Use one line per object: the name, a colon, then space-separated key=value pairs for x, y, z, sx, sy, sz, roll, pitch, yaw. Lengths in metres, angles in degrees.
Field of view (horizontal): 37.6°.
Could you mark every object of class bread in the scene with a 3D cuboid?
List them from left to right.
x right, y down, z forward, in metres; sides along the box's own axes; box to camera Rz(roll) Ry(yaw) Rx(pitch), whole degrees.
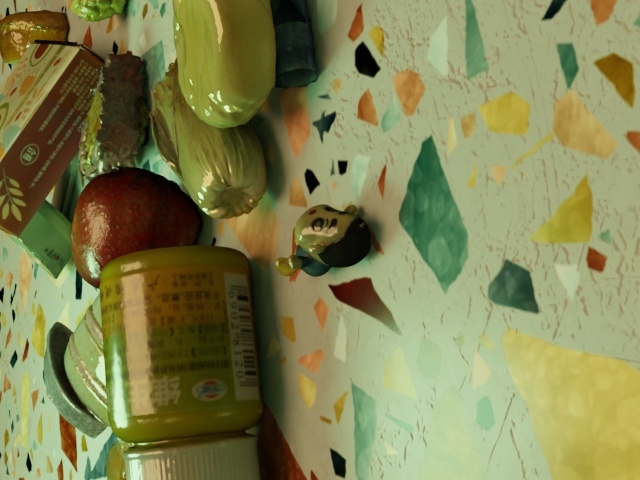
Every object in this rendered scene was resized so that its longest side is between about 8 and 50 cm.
bread: x=-0.701 y=-0.480 z=2.238 sx=0.260 sy=0.134 sz=0.129 roll=9 pitch=98 yaw=58

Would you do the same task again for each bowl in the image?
bowl: x=-0.627 y=-0.024 z=2.094 sx=0.112 sy=0.211 sz=0.211 roll=-48 pitch=29 yaw=-16

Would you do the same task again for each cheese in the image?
cheese: x=-0.125 y=-0.267 z=1.260 sx=0.214 sy=0.117 sz=0.226 roll=175 pitch=85 yaw=-71

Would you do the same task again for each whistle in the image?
whistle: x=-0.054 y=-0.357 z=1.281 sx=0.062 sy=0.062 sz=0.304 roll=-29 pitch=66 yaw=54

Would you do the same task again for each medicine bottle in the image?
medicine bottle: x=-0.193 y=0.213 z=1.347 sx=0.224 sy=0.224 sz=0.385 roll=-22 pitch=72 yaw=56

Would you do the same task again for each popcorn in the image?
popcorn: x=-0.433 y=-0.485 z=1.837 sx=0.116 sy=0.106 sz=0.121 roll=30 pitch=104 yaw=16

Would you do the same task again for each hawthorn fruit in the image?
hawthorn fruit: x=-0.312 y=0.004 z=1.540 sx=0.215 sy=0.215 sz=0.250 roll=32 pitch=105 yaw=53

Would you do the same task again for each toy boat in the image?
toy boat: x=-0.449 y=0.248 z=1.869 sx=0.293 sy=0.111 sz=0.276 roll=-37 pitch=66 yaw=40

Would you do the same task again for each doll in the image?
doll: x=0.000 y=0.000 z=1.178 sx=0.089 sy=0.102 sz=0.179 roll=49 pitch=145 yaw=-16

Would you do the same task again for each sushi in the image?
sushi: x=-0.392 y=-0.219 z=1.773 sx=0.161 sy=0.107 sz=0.241 roll=-34 pitch=54 yaw=52

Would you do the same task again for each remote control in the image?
remote control: x=-0.590 y=-0.124 z=2.165 sx=0.077 sy=0.022 sz=0.245 roll=50 pitch=130 yaw=43

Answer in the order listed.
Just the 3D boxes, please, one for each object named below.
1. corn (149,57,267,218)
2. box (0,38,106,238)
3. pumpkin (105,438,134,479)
corn: x=-0.167 y=-0.158 z=1.400 sx=0.305 sy=0.122 sz=0.123 roll=60 pitch=136 yaw=42
box: x=-0.606 y=-0.223 z=1.935 sx=0.385 sy=0.122 sz=0.344 roll=-58 pitch=33 yaw=-8
pumpkin: x=-0.283 y=0.365 z=1.578 sx=0.126 sy=0.130 sz=0.248 roll=26 pitch=110 yaw=55
